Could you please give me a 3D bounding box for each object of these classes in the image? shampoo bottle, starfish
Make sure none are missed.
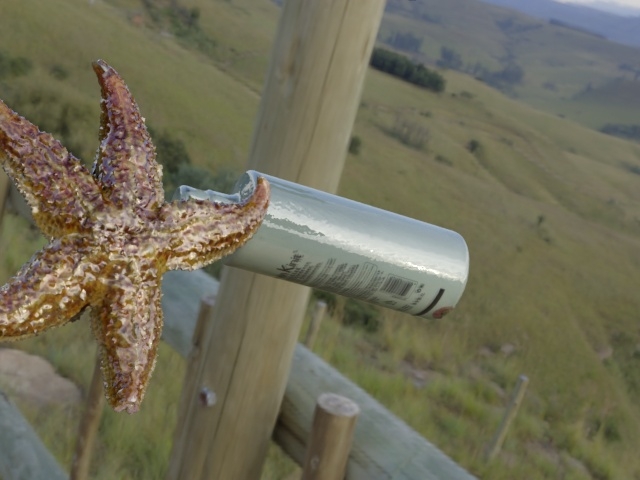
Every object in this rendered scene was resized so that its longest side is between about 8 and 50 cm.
[{"bbox_3d":[0.000,0.000,0.736,0.262,0.085,0.085,16,14,-24],"label":"shampoo bottle"},{"bbox_3d":[-0.130,-0.009,0.558,0.240,0.227,0.043,-19,-2,-36],"label":"starfish"}]
